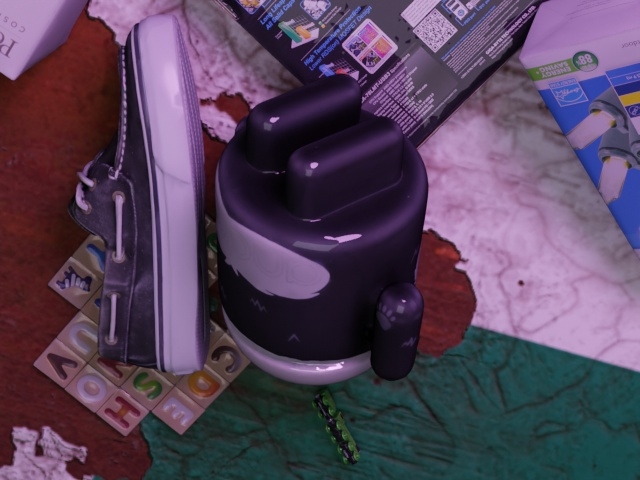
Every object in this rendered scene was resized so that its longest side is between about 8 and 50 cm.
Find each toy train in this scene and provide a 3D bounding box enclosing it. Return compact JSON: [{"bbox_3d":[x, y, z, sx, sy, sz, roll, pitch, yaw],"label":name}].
[{"bbox_3d":[0.016,0.182,1.162,0.017,0.024,0.083,-21,108,24],"label":"toy train"}]

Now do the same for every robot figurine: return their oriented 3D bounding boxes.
[{"bbox_3d":[0.001,-0.002,0.987,0.173,0.209,0.278,6,138,2],"label":"robot figurine"}]

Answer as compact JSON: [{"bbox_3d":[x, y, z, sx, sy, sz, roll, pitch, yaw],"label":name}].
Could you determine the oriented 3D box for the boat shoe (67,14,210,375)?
[{"bbox_3d":[-0.162,-0.028,1.037,0.119,0.121,0.335,0,112,-1],"label":"boat shoe"}]

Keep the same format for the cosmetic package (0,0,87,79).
[{"bbox_3d":[-0.214,-0.346,0.917,0.217,0.156,0.385,31,108,-9],"label":"cosmetic package"}]

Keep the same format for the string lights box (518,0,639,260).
[{"bbox_3d":[0.282,-0.087,0.955,0.133,0.077,0.260,-10,130,39],"label":"string lights box"}]

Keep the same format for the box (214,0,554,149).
[{"bbox_3d":[0.059,-0.261,0.972,0.293,0.073,0.295,42,108,-10],"label":"box"}]

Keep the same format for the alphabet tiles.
[{"bbox_3d":[-0.161,0.076,1.145,0.198,0.009,0.237,40,107,-10],"label":"alphabet tiles"}]
